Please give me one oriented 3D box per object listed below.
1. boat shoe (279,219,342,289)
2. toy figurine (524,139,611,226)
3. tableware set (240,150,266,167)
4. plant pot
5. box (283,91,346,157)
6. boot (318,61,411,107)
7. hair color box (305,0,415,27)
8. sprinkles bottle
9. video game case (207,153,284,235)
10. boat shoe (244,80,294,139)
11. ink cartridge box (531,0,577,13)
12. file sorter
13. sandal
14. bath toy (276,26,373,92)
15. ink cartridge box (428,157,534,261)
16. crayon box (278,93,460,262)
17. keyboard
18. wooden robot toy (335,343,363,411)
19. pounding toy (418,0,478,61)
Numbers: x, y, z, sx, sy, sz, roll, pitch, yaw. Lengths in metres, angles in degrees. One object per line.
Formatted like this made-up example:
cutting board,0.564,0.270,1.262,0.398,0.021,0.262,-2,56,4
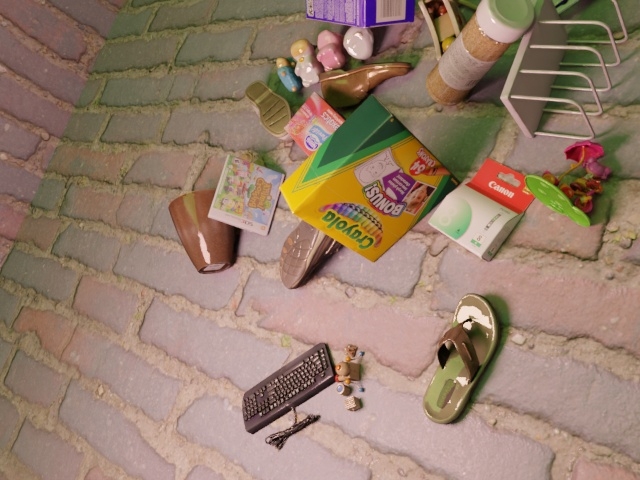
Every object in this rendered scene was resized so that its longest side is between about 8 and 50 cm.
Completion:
boat shoe,0.000,0.000,1.717,0.355,0.130,0.132,-61,39,31
toy figurine,0.569,-0.142,1.357,0.173,0.130,0.159,42,88,21
tableware set,-0.260,-0.228,2.115,0.169,0.020,0.141,-51,49,6
plant pot,-0.362,-0.017,1.989,0.215,0.215,0.231,-24,70,28
box,0.041,-0.283,1.814,0.154,0.142,0.300,-47,48,12
boot,0.139,-0.476,1.882,0.305,0.112,0.115,-4,97,33
hair color box,0.114,-0.726,1.902,0.339,0.185,0.110,37,135,50
sprinkles bottle,0.377,-0.462,1.514,0.355,0.121,0.121,129,152,-69
video game case,-0.231,-0.142,1.947,0.023,0.193,0.213,151,136,-69
boat shoe,-0.151,-0.422,2.063,0.113,0.103,0.302,-34,49,5
ink cartridge box,0.603,-0.653,1.606,0.206,0.045,0.208,-31,52,23
file sorter,0.566,-0.394,1.414,0.173,0.192,0.278,15,79,40
sandal,0.308,0.262,1.375,0.120,0.086,0.303,15,79,42
bath toy,0.024,-0.610,2.005,0.348,0.151,0.129,-15,25,33
ink cartridge box,0.395,-0.086,1.497,0.181,0.056,0.225,39,97,43
crayon box,0.130,-0.133,1.520,0.313,0.363,0.106,-44,49,14
keyboard,-0.084,0.427,1.651,0.317,0.033,0.202,-37,51,20
wooden robot toy,0.057,0.335,1.548,0.076,0.079,0.173,-15,60,32
pounding toy,0.374,-0.617,1.699,0.154,0.154,0.270,-22,57,30
